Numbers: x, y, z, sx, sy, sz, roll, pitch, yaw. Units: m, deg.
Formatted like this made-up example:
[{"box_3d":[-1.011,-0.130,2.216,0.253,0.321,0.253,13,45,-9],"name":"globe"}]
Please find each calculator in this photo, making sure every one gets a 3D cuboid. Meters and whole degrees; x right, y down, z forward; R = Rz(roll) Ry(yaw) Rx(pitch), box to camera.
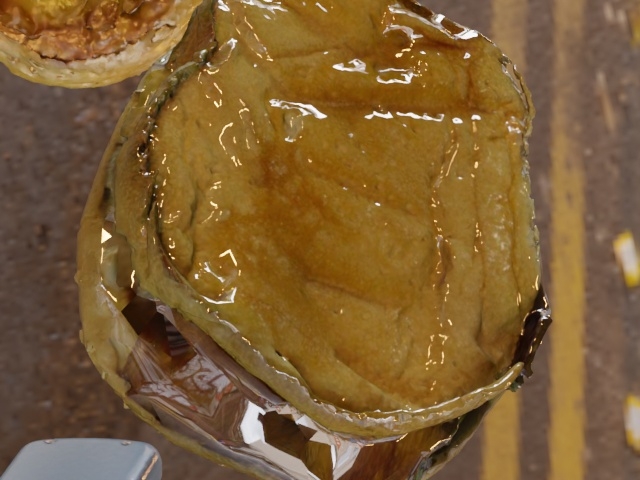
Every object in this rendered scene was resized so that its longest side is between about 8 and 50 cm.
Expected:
[{"box_3d":[-0.195,0.204,1.329,0.210,0.121,0.039,-62,150,-61],"name":"calculator"}]

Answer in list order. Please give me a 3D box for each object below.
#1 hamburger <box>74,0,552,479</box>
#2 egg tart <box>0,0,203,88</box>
[{"box_3d":[0.002,0.000,1.010,0.265,0.134,0.285,28,62,-4],"name":"hamburger"},{"box_3d":[-0.217,-0.282,1.637,0.115,0.290,0.290,-15,93,-82],"name":"egg tart"}]
